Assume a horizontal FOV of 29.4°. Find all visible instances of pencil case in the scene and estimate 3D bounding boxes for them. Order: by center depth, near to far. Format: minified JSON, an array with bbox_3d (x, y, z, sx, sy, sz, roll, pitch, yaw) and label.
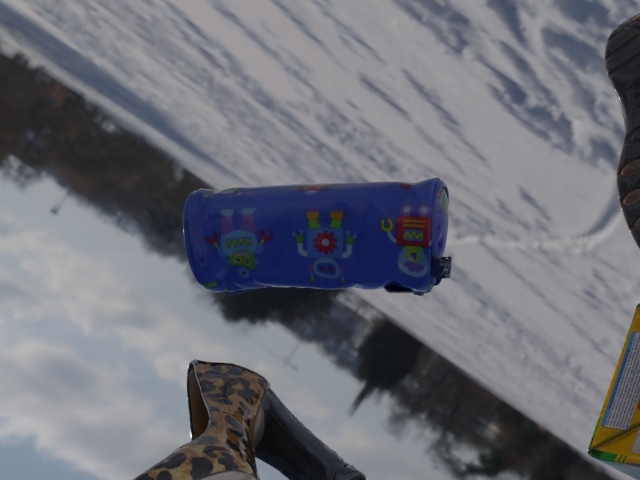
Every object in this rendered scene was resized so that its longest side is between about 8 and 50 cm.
[{"bbox_3d":[0.000,0.000,1.363,0.306,0.133,0.119,-1,-168,13],"label":"pencil case"}]

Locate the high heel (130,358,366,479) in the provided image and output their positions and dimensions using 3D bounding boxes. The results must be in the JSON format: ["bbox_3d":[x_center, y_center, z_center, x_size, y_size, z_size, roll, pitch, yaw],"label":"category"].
[{"bbox_3d":[-0.110,0.154,0.899,0.186,0.093,0.261,34,-159,34],"label":"high heel"}]

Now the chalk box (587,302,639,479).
[{"bbox_3d":[0.339,0.150,0.938,0.213,0.132,0.132,30,164,-28],"label":"chalk box"}]

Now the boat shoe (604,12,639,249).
[{"bbox_3d":[0.388,-0.098,1.305,0.123,0.324,0.116,-15,148,32],"label":"boat shoe"}]
